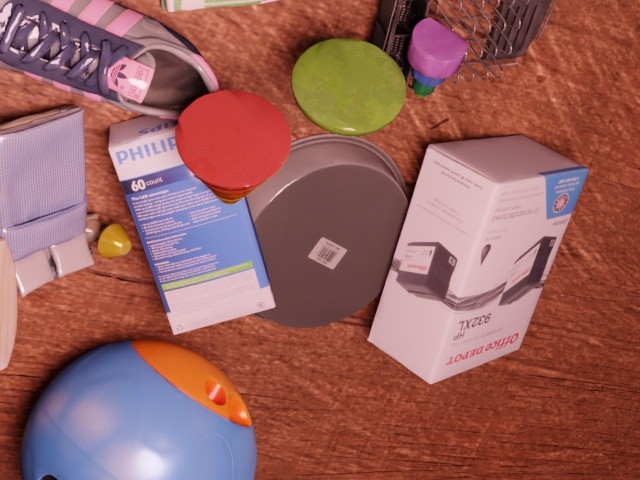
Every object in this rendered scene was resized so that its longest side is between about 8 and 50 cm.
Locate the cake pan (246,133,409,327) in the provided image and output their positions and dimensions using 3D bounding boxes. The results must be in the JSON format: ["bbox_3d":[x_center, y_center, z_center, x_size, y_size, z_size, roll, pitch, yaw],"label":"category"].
[{"bbox_3d":[0.000,0.000,1.369,0.293,0.054,0.293,-14,125,-21],"label":"cake pan"}]

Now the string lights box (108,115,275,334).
[{"bbox_3d":[-0.150,-0.026,1.216,0.133,0.077,0.260,-15,119,-2],"label":"string lights box"}]

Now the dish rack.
[{"bbox_3d":[0.188,-0.276,1.258,0.271,0.074,0.208,-11,140,-24],"label":"dish rack"}]

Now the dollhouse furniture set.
[{"bbox_3d":[-0.291,-0.050,1.035,0.303,0.198,0.286,-26,132,-47],"label":"dollhouse furniture set"}]

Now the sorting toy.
[{"bbox_3d":[0.004,-0.133,1.148,0.365,0.127,0.126,-28,158,-22],"label":"sorting toy"}]

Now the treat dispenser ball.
[{"bbox_3d":[-0.223,0.266,1.261,0.288,0.288,0.288,-14,125,-21],"label":"treat dispenser ball"}]

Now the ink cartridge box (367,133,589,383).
[{"bbox_3d":[0.218,0.022,1.418,0.223,0.129,0.307,-12,126,-45],"label":"ink cartridge box"}]

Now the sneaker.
[{"bbox_3d":[-0.237,-0.198,1.039,0.319,0.131,0.112,7,116,-43],"label":"sneaker"}]

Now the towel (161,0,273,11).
[{"bbox_3d":[-0.024,-0.383,1.125,0.325,0.038,0.248,-12,123,-22],"label":"towel"}]
